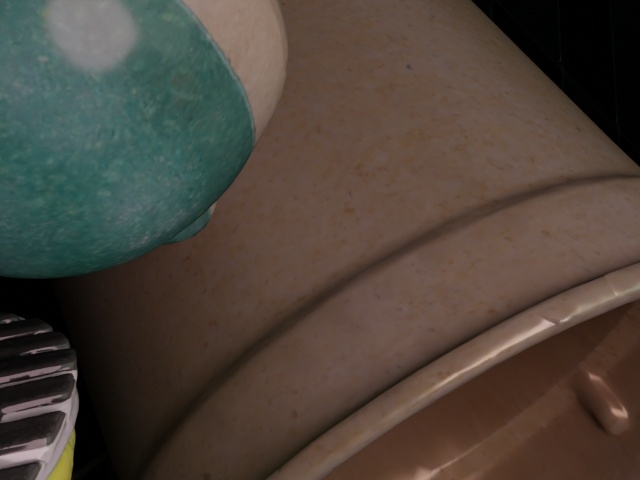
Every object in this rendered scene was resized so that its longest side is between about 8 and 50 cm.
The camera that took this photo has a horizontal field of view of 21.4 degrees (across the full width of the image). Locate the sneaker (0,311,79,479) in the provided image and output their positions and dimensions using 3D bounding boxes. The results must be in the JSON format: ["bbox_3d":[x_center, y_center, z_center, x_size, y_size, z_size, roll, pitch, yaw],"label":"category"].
[{"bbox_3d":[-0.119,0.071,0.529,0.208,0.081,0.094,-140,-135,-68],"label":"sneaker"}]

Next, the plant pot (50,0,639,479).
[{"bbox_3d":[0.000,0.000,0.796,0.305,0.334,0.334,57,13,26],"label":"plant pot"}]

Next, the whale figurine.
[{"bbox_3d":[-0.133,-0.057,0.604,0.216,0.272,0.141,42,65,-21],"label":"whale figurine"}]

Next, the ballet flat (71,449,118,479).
[{"bbox_3d":[-0.084,0.150,0.887,0.247,0.083,0.087,18,53,-67],"label":"ballet flat"}]
